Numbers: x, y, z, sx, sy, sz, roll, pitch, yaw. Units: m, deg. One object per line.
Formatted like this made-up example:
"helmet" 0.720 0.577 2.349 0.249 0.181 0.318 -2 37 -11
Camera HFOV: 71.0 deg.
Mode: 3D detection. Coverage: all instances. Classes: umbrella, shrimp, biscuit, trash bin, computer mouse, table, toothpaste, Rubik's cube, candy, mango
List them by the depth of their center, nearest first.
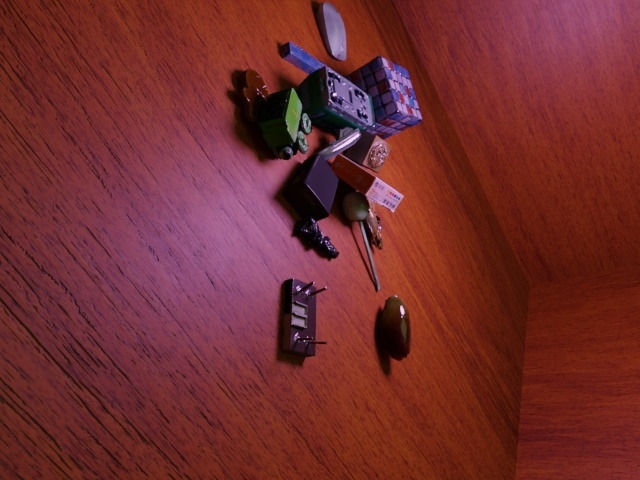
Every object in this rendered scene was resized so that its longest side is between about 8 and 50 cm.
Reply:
"table" -0.044 0.246 1.470 0.121 0.111 0.240 27 54 -43
"biscuit" -0.236 -0.513 1.630 0.180 0.039 0.236 26 54 -54
"umbrella" 0.000 0.002 1.682 0.080 0.071 0.224 -50 129 -7
"trash bin" -0.024 -0.203 1.706 0.165 0.115 0.225 51 38 -26
"mango" 0.305 0.359 1.857 0.111 0.133 0.268 40 45 -60
"candy" 0.194 0.004 1.924 0.119 0.119 0.440 -29 105 -54
"toothpaste" -0.062 -0.784 1.980 0.272 0.053 0.066 10 71 -51
"shrimp" 0.235 -0.093 2.044 0.152 0.063 0.287 -13 83 -65
"Rubik's cube" 0.277 -0.664 2.163 0.293 0.292 0.287 -6 79 -55
"computer mouse" 0.072 -1.049 2.242 0.159 0.097 0.288 -14 85 -56

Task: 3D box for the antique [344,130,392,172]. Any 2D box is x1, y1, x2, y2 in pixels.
"antique" 0.223 -0.405 2.053 0.146 0.148 0.152 14 105 -50

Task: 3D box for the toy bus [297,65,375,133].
"toy bus" 0.061 -0.572 1.912 0.343 0.199 0.184 12 67 -50

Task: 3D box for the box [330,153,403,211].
"box" 0.192 -0.247 1.902 0.220 0.091 0.274 24 14 -43

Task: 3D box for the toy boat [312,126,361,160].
"toy boat" 0.059 -0.403 1.883 0.260 0.078 0.085 -37 99 -25

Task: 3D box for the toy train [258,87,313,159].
"toy train" -0.124 -0.415 1.621 0.188 0.132 0.243 56 33 -48

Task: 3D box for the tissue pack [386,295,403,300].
"tissue pack" 0.328 0.301 1.975 0.074 0.058 0.094 31 52 -44
